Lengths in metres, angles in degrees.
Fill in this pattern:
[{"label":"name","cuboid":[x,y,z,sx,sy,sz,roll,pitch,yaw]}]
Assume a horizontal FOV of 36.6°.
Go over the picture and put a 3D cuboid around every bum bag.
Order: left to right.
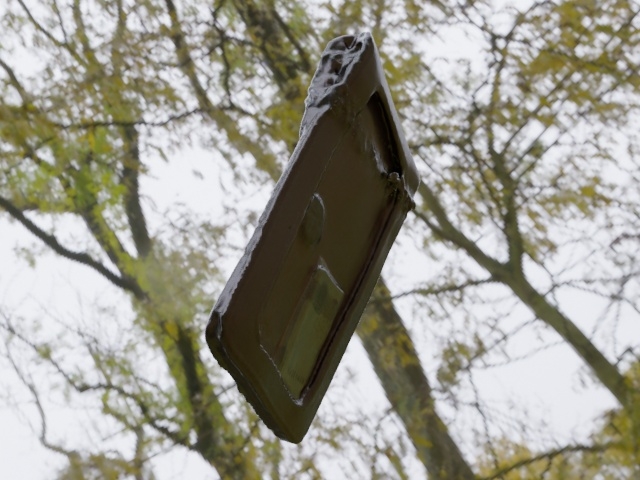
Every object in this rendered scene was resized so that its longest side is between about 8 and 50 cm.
[{"label":"bum bag","cuboid":[0.000,0.000,0.421,0.159,0.026,0.109,-64,-29,-27]}]
